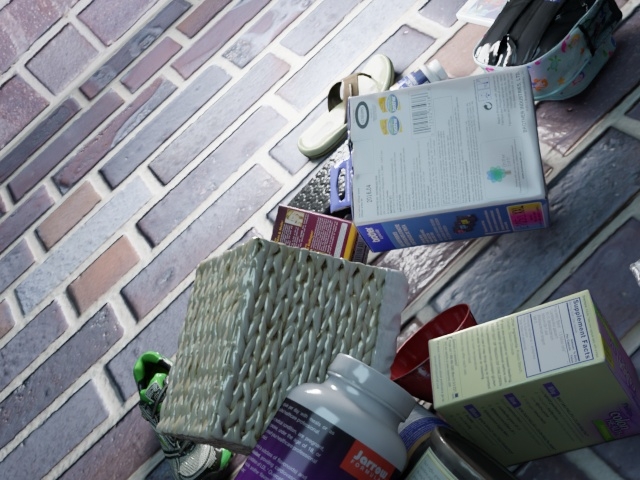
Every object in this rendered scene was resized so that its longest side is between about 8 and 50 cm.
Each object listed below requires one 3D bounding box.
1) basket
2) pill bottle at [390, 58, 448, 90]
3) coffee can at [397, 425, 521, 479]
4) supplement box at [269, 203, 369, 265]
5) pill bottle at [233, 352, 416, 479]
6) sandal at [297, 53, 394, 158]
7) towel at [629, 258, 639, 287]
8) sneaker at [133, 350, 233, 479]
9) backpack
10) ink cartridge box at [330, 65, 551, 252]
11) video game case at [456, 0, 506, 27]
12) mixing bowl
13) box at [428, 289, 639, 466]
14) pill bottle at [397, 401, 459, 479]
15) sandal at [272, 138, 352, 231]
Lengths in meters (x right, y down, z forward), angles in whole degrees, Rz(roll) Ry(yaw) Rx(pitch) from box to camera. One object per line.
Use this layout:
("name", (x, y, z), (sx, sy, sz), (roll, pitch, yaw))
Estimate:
("basket", (-0.068, 0.187, 1.412), (0.328, 0.266, 0.331), (-22, 52, 64))
("pill bottle", (0.218, -0.342, 1.938), (0.120, 0.067, 0.067), (-36, 40, 7))
("coffee can", (0.152, 0.417, 1.170), (0.275, 0.201, 0.201), (-53, 40, 3))
("supplement box", (0.000, 0.000, 1.741), (0.188, 0.081, 0.104), (15, 93, 31))
("pill bottle", (-0.009, 0.316, 1.147), (0.181, 0.181, 0.323), (20, 72, 47))
("sandal", (0.056, -0.317, 2.031), (0.303, 0.086, 0.120), (-47, 40, -6))
("towel", (0.585, 0.093, 1.208), (0.235, 0.121, 0.284), (-30, 41, 16))
("sneaker", (-0.279, 0.342, 1.669), (0.134, 0.146, 0.343), (-43, 40, -1))
("backpack", (0.429, -0.377, 1.700), (0.253, 0.191, 0.225), (-49, 37, -19))
("ink cartridge box", (0.197, -0.138, 1.594), (0.395, 0.151, 0.270), (-7, 65, 14))
("video game case", (0.431, -0.552, 1.987), (0.183, 0.023, 0.201), (-49, 40, -8))
("mixing bowl", (0.200, 0.197, 1.422), (0.181, 0.098, 0.181), (-41, 6, 5))
("box", (0.310, 0.206, 1.257), (0.243, 0.213, 0.117), (-21, 44, 24))
("pill bottle", (0.131, 0.312, 1.372), (0.123, 0.123, 0.219), (-49, 31, -8))
("sandal", (0.082, -0.123, 1.844), (0.446, 0.107, 0.168), (-40, 39, 22))
